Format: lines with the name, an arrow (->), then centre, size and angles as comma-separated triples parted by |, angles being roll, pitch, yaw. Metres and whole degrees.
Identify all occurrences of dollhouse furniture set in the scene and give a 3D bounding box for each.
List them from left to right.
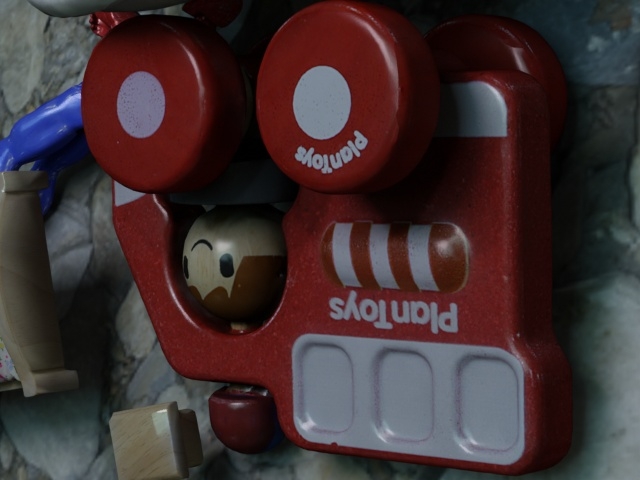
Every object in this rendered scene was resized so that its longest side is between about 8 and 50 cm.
dollhouse furniture set -> -0.236, 0.064, 1.107 | 0.303, 0.174, 0.355 | -13, 85, 34

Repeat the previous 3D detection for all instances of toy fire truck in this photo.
toy fire truck -> 0.000, 0.000, 1.053 | 0.302, 0.169, 0.253 | 1, 93, 37

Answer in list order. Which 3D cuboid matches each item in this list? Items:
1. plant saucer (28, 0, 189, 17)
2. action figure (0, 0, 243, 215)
plant saucer -> -0.004, -0.260, 1.063 | 0.400, 0.100, 0.400 | -38, 26, 23
action figure -> -0.173, -0.112, 1.241 | 0.280, 0.091, 0.139 | -33, 70, 22
